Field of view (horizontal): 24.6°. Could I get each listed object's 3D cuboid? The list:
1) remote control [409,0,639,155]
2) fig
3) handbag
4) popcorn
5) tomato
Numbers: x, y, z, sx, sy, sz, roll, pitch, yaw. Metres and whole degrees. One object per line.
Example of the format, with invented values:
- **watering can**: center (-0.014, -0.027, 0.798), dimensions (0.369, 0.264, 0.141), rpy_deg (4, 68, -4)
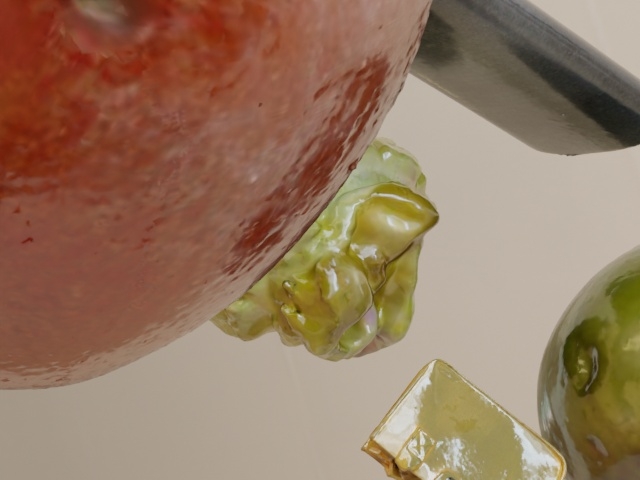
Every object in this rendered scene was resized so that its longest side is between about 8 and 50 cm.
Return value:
- **remote control**: center (0.018, -0.132, 0.709), dimensions (0.107, 0.377, 0.044), rpy_deg (-7, -116, 49)
- **fig**: center (0.213, 0.075, 0.819), dimensions (0.181, 0.191, 0.181), rpy_deg (8, -54, 12)
- **handbag**: center (0.066, 0.101, 0.674), dimensions (0.083, 0.061, 0.027), rpy_deg (39, -32, 3)
- **popcorn**: center (0.000, 0.000, 0.797), dimensions (0.126, 0.145, 0.126), rpy_deg (34, -68, 19)
- **tomato**: center (-0.138, -0.070, 0.515), dimensions (0.338, 0.144, 0.338), rpy_deg (9, -57, 14)
